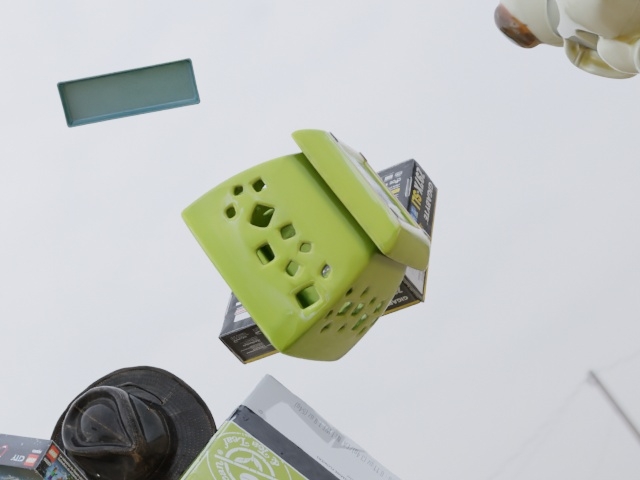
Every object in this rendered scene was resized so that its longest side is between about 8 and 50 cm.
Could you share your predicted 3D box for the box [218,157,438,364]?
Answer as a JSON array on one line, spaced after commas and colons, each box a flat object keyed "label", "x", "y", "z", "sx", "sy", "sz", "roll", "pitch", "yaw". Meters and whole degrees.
[{"label": "box", "x": 0.014, "y": 0.031, "z": 1.887, "sx": 0.322, "sy": 0.257, "sz": 0.079, "roll": -22, "pitch": -54, "yaw": 27}]

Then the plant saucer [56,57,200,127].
[{"label": "plant saucer", "x": -0.268, "y": -0.208, "z": 1.744, "sx": 0.192, "sy": 0.067, "sz": 0.018, "roll": -10, "pitch": 20, "yaw": 2}]

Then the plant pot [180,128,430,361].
[{"label": "plant pot", "x": 0.000, "y": 0.000, "z": 1.557, "sx": 0.207, "sy": 0.227, "sz": 0.228, "roll": -41, "pitch": -18, "yaw": 9}]

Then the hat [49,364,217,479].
[{"label": "hat", "x": -0.349, "y": 0.340, "z": 2.164, "sx": 0.331, "sy": 0.331, "sz": 0.134, "roll": -33, "pitch": -35, "yaw": -5}]

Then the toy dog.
[{"label": "toy dog", "x": 0.453, "y": -0.407, "z": 2.090, "sx": 0.395, "sy": 0.408, "sz": 0.285, "roll": 8, "pitch": -81, "yaw": -21}]

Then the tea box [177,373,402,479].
[{"label": "tea box", "x": -0.039, "y": 0.375, "z": 1.300, "sx": 0.220, "sy": 0.329, "sz": 0.323, "roll": -53, "pitch": -1, "yaw": 30}]

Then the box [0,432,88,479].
[{"label": "box", "x": -0.390, "y": 0.302, "z": 1.563, "sx": 0.044, "sy": 0.233, "sz": 0.159, "roll": -63, "pitch": -40, "yaw": -35}]
